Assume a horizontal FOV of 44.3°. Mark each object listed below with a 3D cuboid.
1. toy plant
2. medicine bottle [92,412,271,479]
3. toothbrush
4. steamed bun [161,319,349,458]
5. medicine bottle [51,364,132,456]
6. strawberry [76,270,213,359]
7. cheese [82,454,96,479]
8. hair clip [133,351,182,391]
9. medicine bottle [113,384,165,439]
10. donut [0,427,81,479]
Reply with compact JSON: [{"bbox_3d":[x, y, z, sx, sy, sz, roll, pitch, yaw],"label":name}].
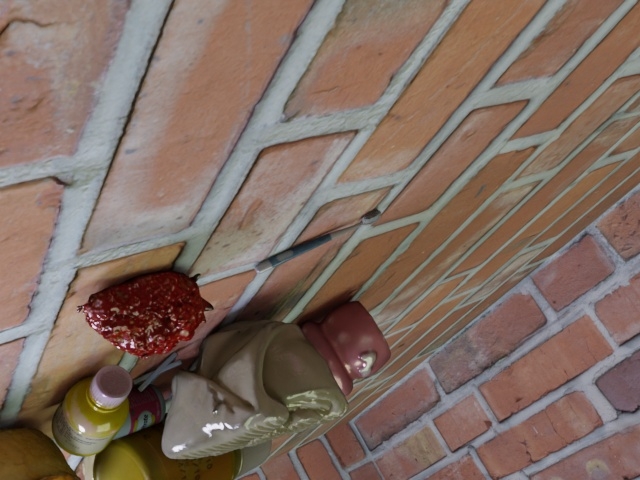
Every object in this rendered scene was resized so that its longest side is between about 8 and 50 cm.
[{"bbox_3d":[-0.018,0.288,1.951,0.356,0.210,0.317,-27,128,-2],"label":"toy plant"},{"bbox_3d":[-0.305,0.497,1.808,0.384,0.224,0.224,-12,154,-51],"label":"medicine bottle"},{"bbox_3d":[0.000,0.000,1.477,0.276,0.019,0.025,-24,155,-21],"label":"toothbrush"},{"bbox_3d":[-0.144,0.297,1.649,0.368,0.255,0.342,-23,161,26],"label":"steamed bun"},{"bbox_3d":[-0.415,0.307,1.460,0.122,0.121,0.212,-14,154,-42],"label":"medicine bottle"},{"bbox_3d":[-0.265,0.116,1.232,0.174,0.098,0.228,-33,163,2],"label":"strawberry"},{"bbox_3d":[-0.480,0.538,1.943,0.174,0.251,0.247,6,104,-42],"label":"cheese"},{"bbox_3d":[-0.336,0.271,1.645,0.115,0.030,0.039,-34,-179,16],"label":"hair clip"},{"bbox_3d":[-0.434,0.369,1.637,0.217,0.090,0.090,-12,154,-44],"label":"medicine bottle"},{"bbox_3d":[-0.654,0.487,1.498,0.378,0.163,0.435,-38,159,17],"label":"donut"}]
